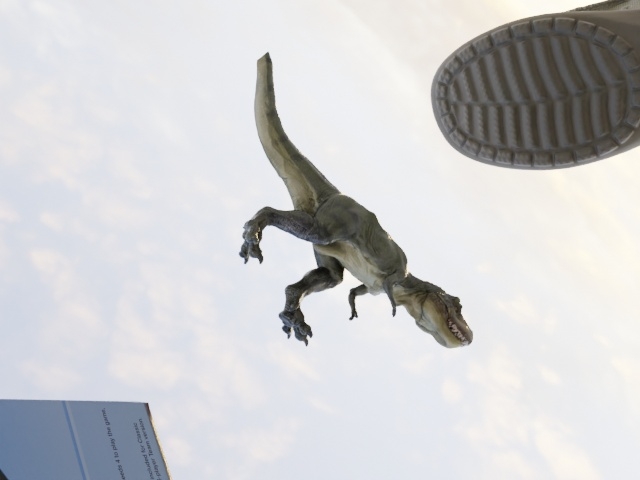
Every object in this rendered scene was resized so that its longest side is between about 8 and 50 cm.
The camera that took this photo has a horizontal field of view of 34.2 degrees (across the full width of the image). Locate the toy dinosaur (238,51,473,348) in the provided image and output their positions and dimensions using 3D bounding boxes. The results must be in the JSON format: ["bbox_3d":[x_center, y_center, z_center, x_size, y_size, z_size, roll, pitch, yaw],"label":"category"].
[{"bbox_3d":[0.000,0.000,0.783,0.118,0.064,0.268,-43,-79,-27],"label":"toy dinosaur"}]

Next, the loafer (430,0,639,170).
[{"bbox_3d":[0.205,-0.107,0.666,0.092,0.268,0.102,-21,-78,-66],"label":"loafer"}]

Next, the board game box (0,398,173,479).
[{"bbox_3d":[-0.074,0.172,0.300,0.145,0.027,0.281,11,-136,-46],"label":"board game box"}]
